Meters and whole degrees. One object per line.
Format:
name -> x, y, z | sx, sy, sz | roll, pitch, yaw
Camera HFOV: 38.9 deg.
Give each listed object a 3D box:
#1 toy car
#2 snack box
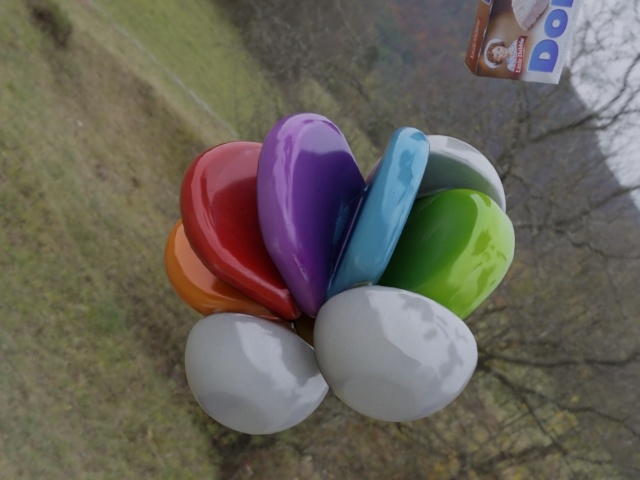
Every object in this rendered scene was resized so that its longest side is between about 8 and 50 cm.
toy car -> 0.000, 0.000, 0.452 | 0.136, 0.182, 0.159 | 54, 40, -31
snack box -> 0.143, -0.189, 0.569 | 0.064, 0.178, 0.022 | 2, 28, -17
